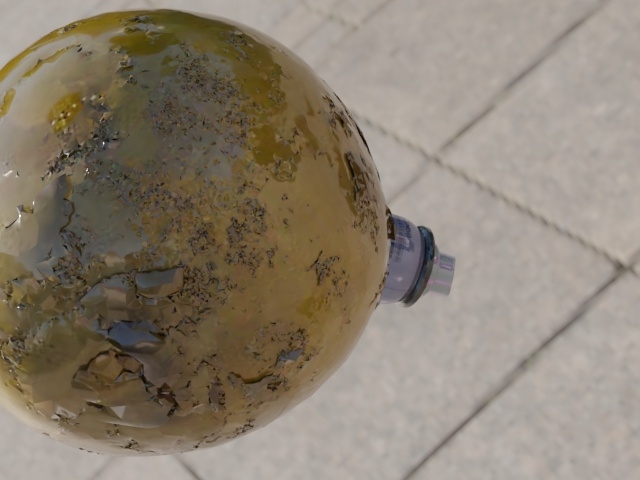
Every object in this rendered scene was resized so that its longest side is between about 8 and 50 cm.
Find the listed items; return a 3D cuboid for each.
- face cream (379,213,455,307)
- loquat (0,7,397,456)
[{"bbox_3d":[0.000,0.000,1.570,0.075,0.229,0.075,-164,90,-72],"label":"face cream"},{"bbox_3d":[-0.080,-0.004,1.005,0.235,0.235,0.235,-32,28,20],"label":"loquat"}]
